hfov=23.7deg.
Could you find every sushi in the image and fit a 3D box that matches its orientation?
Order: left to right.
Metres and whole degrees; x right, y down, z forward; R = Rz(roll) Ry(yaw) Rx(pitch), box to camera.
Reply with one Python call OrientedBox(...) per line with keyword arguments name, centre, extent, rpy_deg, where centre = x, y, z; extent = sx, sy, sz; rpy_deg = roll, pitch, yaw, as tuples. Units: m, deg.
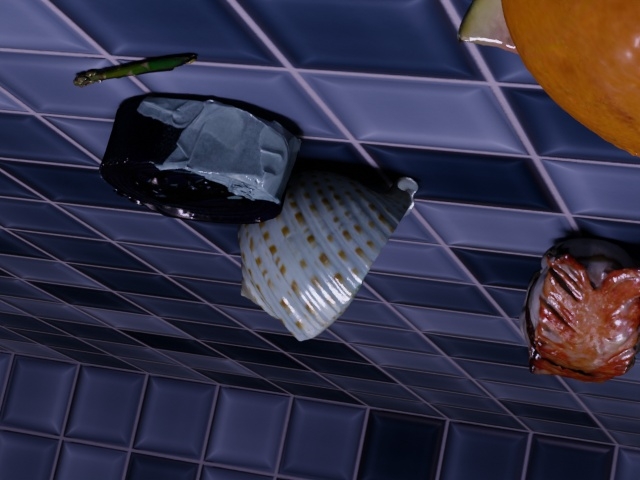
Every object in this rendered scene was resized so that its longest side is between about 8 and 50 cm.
OrientedBox(name="sushi", centre=(0.276, 0.079, 1.615), extent=(0.124, 0.130, 0.332), rpy_deg=(6, 172, 3))

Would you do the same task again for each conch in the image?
OrientedBox(name="conch", centre=(-0.010, -0.005, 1.461), extent=(0.131, 0.200, 0.172), rpy_deg=(35, -157, -1))

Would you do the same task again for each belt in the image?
OrientedBox(name="belt", centre=(-0.110, -0.074, 1.387), extent=(0.198, 0.078, 0.151), rpy_deg=(3, 160, 38))

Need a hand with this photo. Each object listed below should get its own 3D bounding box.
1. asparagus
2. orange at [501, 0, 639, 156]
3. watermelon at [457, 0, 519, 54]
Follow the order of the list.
OrientedBox(name="asparagus", centre=(-0.160, -0.143, 1.284), extent=(0.166, 0.013, 0.016), rpy_deg=(-3, 150, 45))
OrientedBox(name="orange", centre=(0.186, -0.113, 0.561), extent=(0.240, 0.171, 0.240), rpy_deg=(3, 172, 0))
OrientedBox(name="watermelon", centre=(0.231, -0.144, 0.723), extent=(0.303, 0.159, 0.128), rpy_deg=(12, -162, 9))
